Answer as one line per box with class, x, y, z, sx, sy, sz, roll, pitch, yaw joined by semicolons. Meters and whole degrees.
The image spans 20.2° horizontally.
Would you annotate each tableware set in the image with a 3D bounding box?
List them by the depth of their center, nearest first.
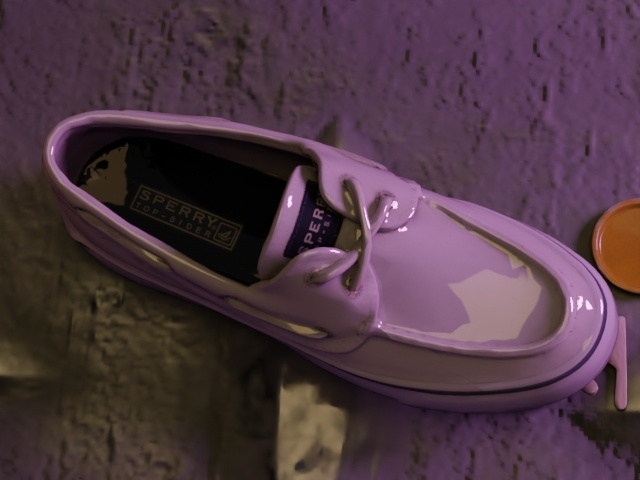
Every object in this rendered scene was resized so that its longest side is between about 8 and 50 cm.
tableware set;0.138;0.026;0.831;0.154;0.024;0.104;2;70;4

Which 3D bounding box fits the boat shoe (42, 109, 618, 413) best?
boat shoe;0.000;0.000;0.798;0.267;0.088;0.096;22;79;17
